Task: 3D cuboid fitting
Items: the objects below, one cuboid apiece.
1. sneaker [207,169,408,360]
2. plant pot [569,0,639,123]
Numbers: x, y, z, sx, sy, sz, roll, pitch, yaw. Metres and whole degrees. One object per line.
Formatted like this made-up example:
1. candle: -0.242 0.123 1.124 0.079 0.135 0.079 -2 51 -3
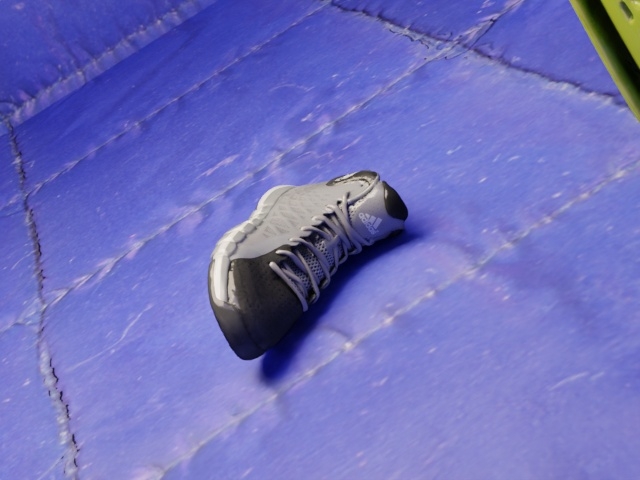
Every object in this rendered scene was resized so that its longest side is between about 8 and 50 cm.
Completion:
1. sneaker: 0.000 0.000 0.996 0.132 0.086 0.229 -20 23 22
2. plant pot: 0.289 -0.204 0.879 0.227 0.228 0.207 -37 16 -13
